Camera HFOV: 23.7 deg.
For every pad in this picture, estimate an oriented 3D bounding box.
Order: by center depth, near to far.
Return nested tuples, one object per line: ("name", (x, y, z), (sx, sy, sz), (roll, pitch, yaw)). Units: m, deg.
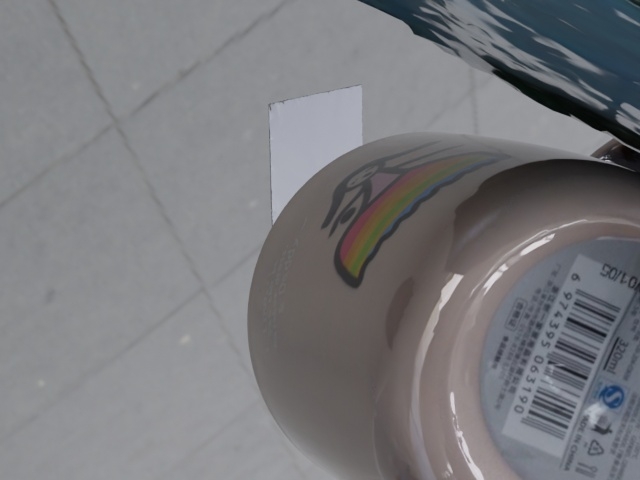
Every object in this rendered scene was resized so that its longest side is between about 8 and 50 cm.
("pad", (0.000, 0.000, 0.977), (0.127, 0.004, 0.190), (-21, 111, -61))

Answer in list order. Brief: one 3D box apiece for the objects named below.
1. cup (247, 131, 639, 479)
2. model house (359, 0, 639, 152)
("cup", (0.106, 0.028, 0.701), (0.253, 0.191, 0.200), (-39, -166, -10))
("model house", (0.134, -0.214, 0.500), (0.339, 0.297, 0.360), (-63, 156, 3))
